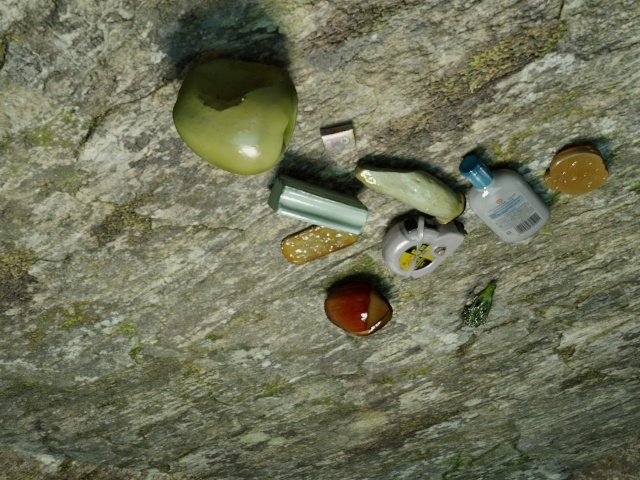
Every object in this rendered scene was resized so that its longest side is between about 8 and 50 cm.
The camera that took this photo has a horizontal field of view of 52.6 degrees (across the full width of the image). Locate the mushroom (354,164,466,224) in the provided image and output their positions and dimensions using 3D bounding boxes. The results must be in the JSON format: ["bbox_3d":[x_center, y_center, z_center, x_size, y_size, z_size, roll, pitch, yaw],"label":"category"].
[{"bbox_3d":[0.250,-0.141,1.741,0.333,0.087,0.107,25,106,-22],"label":"mushroom"}]

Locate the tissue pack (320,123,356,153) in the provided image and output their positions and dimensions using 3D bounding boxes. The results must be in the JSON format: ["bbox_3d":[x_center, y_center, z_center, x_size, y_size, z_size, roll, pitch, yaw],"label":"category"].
[{"bbox_3d":[0.045,-0.257,1.635,0.084,0.035,0.063,-10,136,6],"label":"tissue pack"}]

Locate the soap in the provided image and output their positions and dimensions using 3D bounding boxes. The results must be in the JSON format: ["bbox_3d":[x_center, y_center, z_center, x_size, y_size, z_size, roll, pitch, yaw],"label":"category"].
[{"bbox_3d":[-0.003,-0.088,1.714,0.262,0.150,0.094,16,105,-20],"label":"soap"}]

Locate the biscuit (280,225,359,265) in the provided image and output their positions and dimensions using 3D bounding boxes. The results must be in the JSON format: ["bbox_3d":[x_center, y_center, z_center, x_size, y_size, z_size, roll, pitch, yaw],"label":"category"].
[{"bbox_3d":[0.000,0.000,1.902,0.247,0.029,0.118,-22,127,16],"label":"biscuit"}]

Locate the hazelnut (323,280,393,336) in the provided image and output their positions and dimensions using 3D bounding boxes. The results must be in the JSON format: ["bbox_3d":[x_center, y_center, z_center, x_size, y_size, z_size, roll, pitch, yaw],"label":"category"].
[{"bbox_3d":[0.117,0.222,2.037,0.181,0.181,0.212,-42,139,6],"label":"hazelnut"}]

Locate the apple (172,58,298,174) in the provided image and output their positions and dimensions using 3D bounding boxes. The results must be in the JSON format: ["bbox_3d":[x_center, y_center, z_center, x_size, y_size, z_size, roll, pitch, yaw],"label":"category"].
[{"bbox_3d":[-0.177,-0.275,1.434,0.280,0.279,0.279,-3,136,-3],"label":"apple"}]

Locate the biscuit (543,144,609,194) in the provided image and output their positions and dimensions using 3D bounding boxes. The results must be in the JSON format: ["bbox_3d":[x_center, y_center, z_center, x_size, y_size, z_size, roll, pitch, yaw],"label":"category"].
[{"bbox_3d":[0.690,-0.191,1.763,0.171,0.050,0.170,2,141,1],"label":"biscuit"}]

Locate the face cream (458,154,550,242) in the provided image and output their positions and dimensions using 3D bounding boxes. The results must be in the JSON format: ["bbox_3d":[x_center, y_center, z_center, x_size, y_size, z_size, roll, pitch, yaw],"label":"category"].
[{"bbox_3d":[0.495,-0.119,1.790,0.163,0.080,0.337,-37,128,23],"label":"face cream"}]

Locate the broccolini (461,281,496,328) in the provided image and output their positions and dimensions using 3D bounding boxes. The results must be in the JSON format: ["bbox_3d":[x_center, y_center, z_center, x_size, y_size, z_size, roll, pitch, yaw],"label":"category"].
[{"bbox_3d":[0.541,0.211,2.165,0.091,0.068,0.202,28,122,7],"label":"broccolini"}]

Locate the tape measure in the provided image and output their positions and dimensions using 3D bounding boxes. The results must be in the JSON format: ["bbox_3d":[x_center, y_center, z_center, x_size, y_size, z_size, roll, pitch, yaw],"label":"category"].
[{"bbox_3d":[0.277,0.018,1.881,0.197,0.120,0.236,18,126,-31],"label":"tape measure"}]
